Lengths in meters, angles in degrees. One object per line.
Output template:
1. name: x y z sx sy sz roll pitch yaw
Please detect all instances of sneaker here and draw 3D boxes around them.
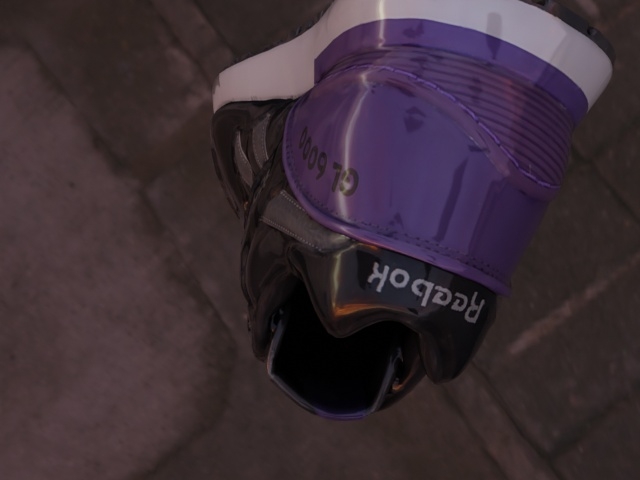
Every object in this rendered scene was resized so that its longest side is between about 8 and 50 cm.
1. sneaker: 0.000 0.000 0.555 0.107 0.283 0.124 21 79 -7
